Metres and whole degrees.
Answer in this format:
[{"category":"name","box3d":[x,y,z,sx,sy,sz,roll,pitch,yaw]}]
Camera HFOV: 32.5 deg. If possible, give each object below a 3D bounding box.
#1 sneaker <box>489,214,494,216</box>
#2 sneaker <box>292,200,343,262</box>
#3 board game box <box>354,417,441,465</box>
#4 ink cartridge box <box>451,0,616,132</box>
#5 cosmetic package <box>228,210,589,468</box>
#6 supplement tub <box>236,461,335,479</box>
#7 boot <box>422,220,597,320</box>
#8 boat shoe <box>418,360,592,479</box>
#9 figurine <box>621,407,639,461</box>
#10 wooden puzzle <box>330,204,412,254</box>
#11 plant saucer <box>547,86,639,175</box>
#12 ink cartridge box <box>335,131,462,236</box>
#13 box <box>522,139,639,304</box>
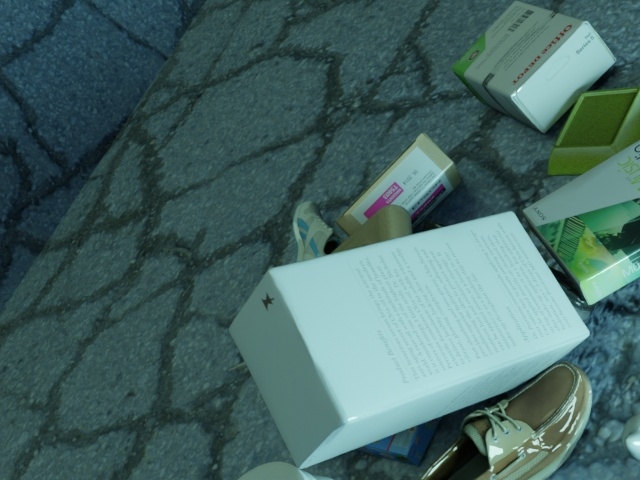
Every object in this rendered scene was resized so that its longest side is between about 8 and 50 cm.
[{"category":"sneaker","box3d":[0.279,-0.011,1.998,0.119,0.047,0.057,-38,21,13]},{"category":"sneaker","box3d":[0.000,0.000,2.293,0.092,0.087,0.228,-26,43,19]},{"category":"board game box","box3d":[0.117,0.287,1.858,0.211,0.039,0.160,2,56,51]},{"category":"ink cartridge box","box3d":[0.407,-0.341,2.128,0.198,0.115,0.273,-46,27,2]},{"category":"cosmetic package","box3d":[0.130,0.127,1.540,0.230,0.453,0.161,62,142,22]},{"category":"supplement tub","box3d":[0.012,0.467,1.504,0.235,0.325,0.235,-32,34,25]},{"category":"boot","box3d":[0.271,0.122,1.793,0.338,0.118,0.222,25,98,39]},{"category":"boat shoe","box3d":[0.262,0.298,1.590,0.324,0.116,0.123,-48,31,-3]},{"category":"figurine","box3d":[0.401,0.319,1.308,0.092,0.209,0.215,-5,50,48]},{"category":"wooden puzzle","box3d":[0.064,0.152,1.852,0.348,0.080,0.322,-38,46,48]},{"category":"plant saucer","box3d":[0.498,-0.203,1.939,0.188,0.045,0.188,3,57,52]},{"category":"ink cartridge box","box3d":[0.153,-0.077,2.081,0.234,0.088,0.193,-45,-12,5]},{"category":"box","box3d":[0.500,-0.057,1.707,0.322,0.058,0.232,-33,33,5]}]
